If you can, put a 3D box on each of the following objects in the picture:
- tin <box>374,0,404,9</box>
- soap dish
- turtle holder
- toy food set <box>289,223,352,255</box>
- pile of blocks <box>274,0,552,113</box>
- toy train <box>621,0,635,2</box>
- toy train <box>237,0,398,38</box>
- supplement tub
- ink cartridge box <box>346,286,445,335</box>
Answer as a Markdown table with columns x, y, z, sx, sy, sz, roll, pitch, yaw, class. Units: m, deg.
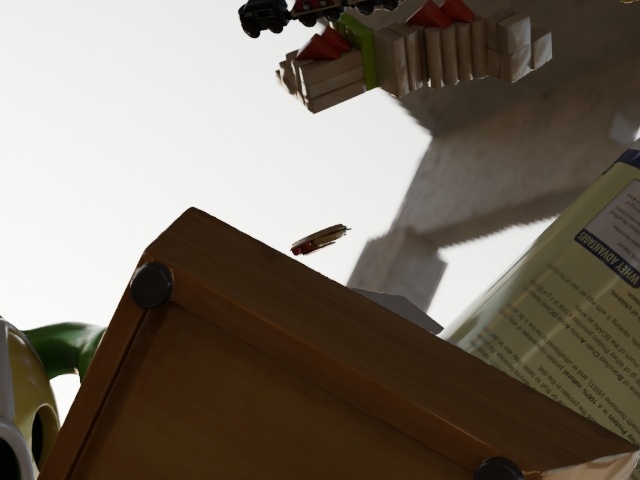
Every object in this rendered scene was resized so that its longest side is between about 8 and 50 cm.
| x | y | z | sx | sy | sz | roll | pitch | yaw | class |
| --- | --- | --- | --- | --- | --- | --- | --- | --- | --- |
| 0.029 | -0.297 | 1.367 | 0.190 | 0.106 | 0.040 | 33 | 2 | -39 | tin |
| -0.014 | 0.142 | 0.761 | 0.291 | 0.229 | 0.118 | 28 | 6 | 22 | soap dish |
| -0.301 | 0.165 | 1.154 | 0.320 | 0.243 | 0.227 | 9 | 7 | -34 | turtle holder |
| 0.000 | 0.000 | 1.827 | 0.083 | 0.082 | 0.020 | -25 | -94 | 23 | toy food set |
| 0.117 | -0.269 | 1.868 | 0.362 | 0.149 | 0.112 | -9 | -54 | -1 | pile of blocks |
| 0.313 | -0.302 | 1.439 | 0.166 | 0.046 | 0.125 | 17 | -68 | 14 | toy train |
| 0.001 | -0.197 | 1.171 | 0.158 | 0.027 | 0.036 | -7 | -52 | 28 | toy train |
| 0.224 | 0.102 | 1.080 | 0.235 | 0.325 | 0.235 | 46 | 0 | 0 | supplement tub |
| -0.022 | 0.265 | 1.977 | 0.286 | 0.394 | 0.166 | 10 | 14 | -29 | ink cartridge box |
